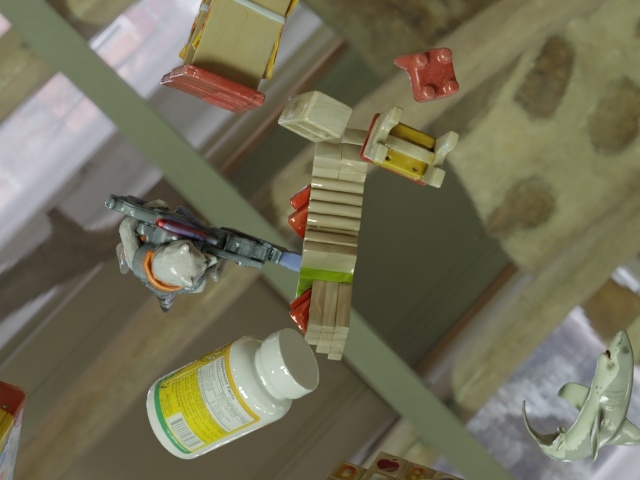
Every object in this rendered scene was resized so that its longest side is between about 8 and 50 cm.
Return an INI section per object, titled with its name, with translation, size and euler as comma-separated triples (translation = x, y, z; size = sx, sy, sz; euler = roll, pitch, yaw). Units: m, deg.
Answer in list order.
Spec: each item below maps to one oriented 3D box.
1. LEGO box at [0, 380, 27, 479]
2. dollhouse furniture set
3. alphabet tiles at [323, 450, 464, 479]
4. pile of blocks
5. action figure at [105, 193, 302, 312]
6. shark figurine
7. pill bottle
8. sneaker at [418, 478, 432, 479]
[LEGO box]
translation = -0.601, 0.463, 1.759
size = 0.193, 0.372, 0.500
euler = 18, -146, 0
[dollhouse furniture set]
translation = 0.005, -0.228, 1.658
size = 0.374, 0.201, 0.152
euler = 23, 175, -16
[alphabet tiles]
translation = 0.111, 0.495, 2.247
size = 0.285, 0.342, 0.011
euler = 15, 123, 23
[pile of blocks]
translation = 0.000, 0.000, 2.008
size = 0.113, 0.362, 0.149
euler = 8, 169, -2
[action figure]
translation = -0.208, 0.048, 2.140
size = 0.341, 0.178, 0.330
euler = 18, 176, -4
[shark figurine]
translation = 0.371, 0.259, 1.730
size = 0.116, 0.166, 0.278
euler = 13, 144, -13
[pill bottle]
translation = -0.110, 0.193, 1.649
size = 0.117, 0.208, 0.117
euler = 45, -151, -34
[sneaker]
translation = 0.106, 0.470, 1.733
size = 0.109, 0.295, 0.123
euler = 18, -171, -42
